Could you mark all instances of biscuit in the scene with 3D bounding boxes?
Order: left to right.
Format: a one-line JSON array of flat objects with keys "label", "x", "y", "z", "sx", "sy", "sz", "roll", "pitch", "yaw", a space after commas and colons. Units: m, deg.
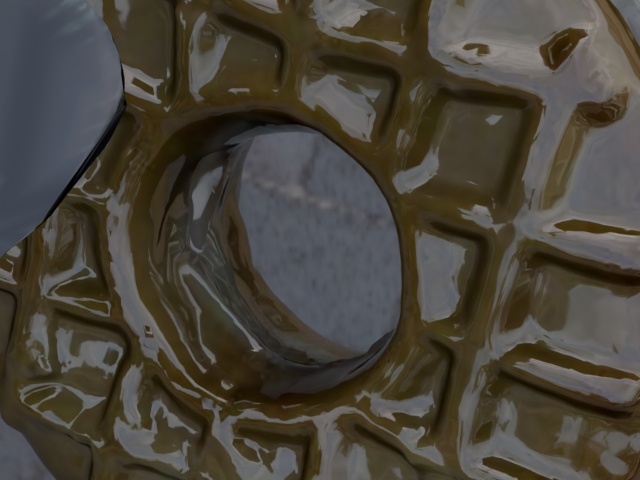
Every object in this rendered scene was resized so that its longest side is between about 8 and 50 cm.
[{"label": "biscuit", "x": 0.000, "y": 0.000, "z": 0.697, "sx": 0.332, "sy": 0.332, "sz": 0.103, "roll": 32, "pitch": 26, "yaw": 15}]

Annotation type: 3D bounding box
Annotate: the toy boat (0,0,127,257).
[{"label": "toy boat", "x": -0.198, "y": 0.013, "z": 0.539, "sx": 0.299, "sy": 0.092, "sz": 0.134, "roll": -39, "pitch": 89, "yaw": -13}]
